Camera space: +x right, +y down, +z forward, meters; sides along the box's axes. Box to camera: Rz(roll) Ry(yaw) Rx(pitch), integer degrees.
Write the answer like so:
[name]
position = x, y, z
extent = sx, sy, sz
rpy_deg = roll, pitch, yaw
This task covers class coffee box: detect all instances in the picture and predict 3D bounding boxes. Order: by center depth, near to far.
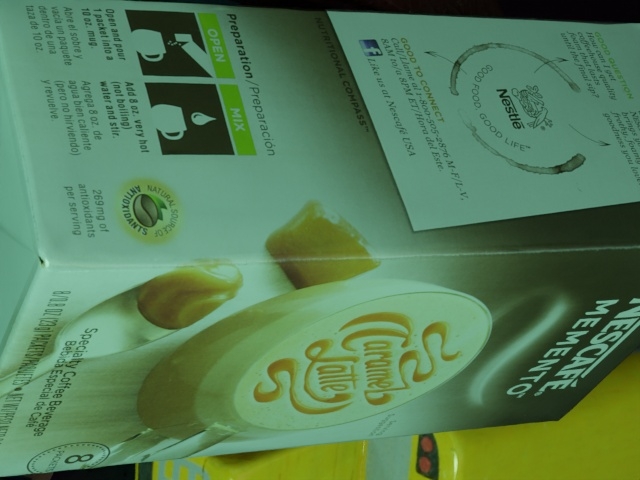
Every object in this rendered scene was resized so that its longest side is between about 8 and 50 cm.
[coffee box]
position = 0.000, 0.000, 0.529
extent = 0.246, 0.098, 0.141
rpy_deg = -2, 149, -26

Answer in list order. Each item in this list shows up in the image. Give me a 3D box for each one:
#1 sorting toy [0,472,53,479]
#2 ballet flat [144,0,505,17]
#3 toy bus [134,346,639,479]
[sorting toy]
position = -0.160, 0.127, 0.543
extent = 0.132, 0.046, 0.274
rpy_deg = 28, 85, -47
[ballet flat]
position = -0.025, -0.111, 0.567
extent = 0.342, 0.116, 0.124
rpy_deg = 14, 75, -44
[toy bus]
position = 0.074, 0.093, 0.710
extent = 0.332, 0.130, 0.108
rpy_deg = -9, 111, -44
